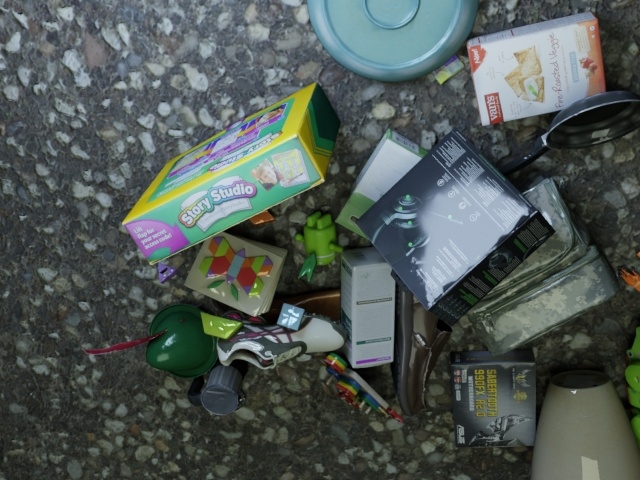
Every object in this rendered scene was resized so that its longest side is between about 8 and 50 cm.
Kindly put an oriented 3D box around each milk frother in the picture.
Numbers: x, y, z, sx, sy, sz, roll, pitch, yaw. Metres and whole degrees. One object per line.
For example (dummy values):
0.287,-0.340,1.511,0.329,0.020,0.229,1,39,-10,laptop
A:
-0.212,0.348,1.992,0.129,0.135,0.143,-32,109,21,milk frother

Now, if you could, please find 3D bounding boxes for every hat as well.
-0.348,0.245,1.905,0.208,0.183,0.173,-26,90,24,hat

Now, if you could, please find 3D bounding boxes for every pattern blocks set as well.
-0.172,0.059,1.802,0.324,0.026,0.286,7,78,8,pattern blocks set

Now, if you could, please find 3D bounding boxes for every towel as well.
0.224,-0.342,1.664,0.060,0.009,0.083,-34,108,20,towel

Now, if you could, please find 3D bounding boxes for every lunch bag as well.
0.393,0.046,1.741,0.305,0.212,0.256,-30,93,18,lunch bag

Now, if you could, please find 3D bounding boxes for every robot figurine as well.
0.000,0.000,1.830,0.101,0.067,0.115,14,120,31,robot figurine

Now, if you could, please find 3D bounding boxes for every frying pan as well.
0.480,-0.197,1.674,0.197,0.053,0.326,-1,161,-27,frying pan

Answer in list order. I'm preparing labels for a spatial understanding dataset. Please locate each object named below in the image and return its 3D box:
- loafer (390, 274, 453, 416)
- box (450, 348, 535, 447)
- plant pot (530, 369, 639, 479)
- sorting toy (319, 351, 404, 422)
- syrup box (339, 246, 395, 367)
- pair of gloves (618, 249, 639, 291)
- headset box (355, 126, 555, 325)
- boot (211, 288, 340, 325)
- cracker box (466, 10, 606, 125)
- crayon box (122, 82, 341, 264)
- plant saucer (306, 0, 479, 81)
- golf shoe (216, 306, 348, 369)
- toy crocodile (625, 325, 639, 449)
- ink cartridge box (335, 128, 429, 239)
0.219,0.214,1.876,0.130,0.134,0.366,-2,116,-3,loafer
0.385,0.355,1.972,0.183,0.056,0.231,-2,117,8,box
0.567,0.428,1.905,0.256,0.256,0.274,-6,99,9,plant pot
0.069,0.330,1.942,0.046,0.132,0.274,-52,122,-14,sorting toy
0.097,0.140,1.853,0.096,0.093,0.237,-6,114,-14,syrup box
0.658,0.060,1.818,0.074,0.010,0.083,39,112,-11,pair of gloves
0.240,-0.017,1.645,0.283,0.246,0.131,-44,146,8,headset box
-0.086,0.131,1.893,0.280,0.096,0.264,-4,112,6,boot
0.396,-0.314,1.627,0.232,0.067,0.156,-11,115,12,cracker box
-0.153,-0.130,1.644,0.362,0.313,0.106,-25,111,18,crayon box
0.128,-0.438,1.602,0.317,0.044,0.318,3,114,6,plant saucer
-0.080,0.216,1.826,0.272,0.120,0.105,3,138,1,golf shoe
0.703,0.320,1.899,0.115,0.105,0.341,-26,118,-27,toy crocodile
0.128,-0.105,1.765,0.109,0.062,0.209,28,117,-9,ink cartridge box
